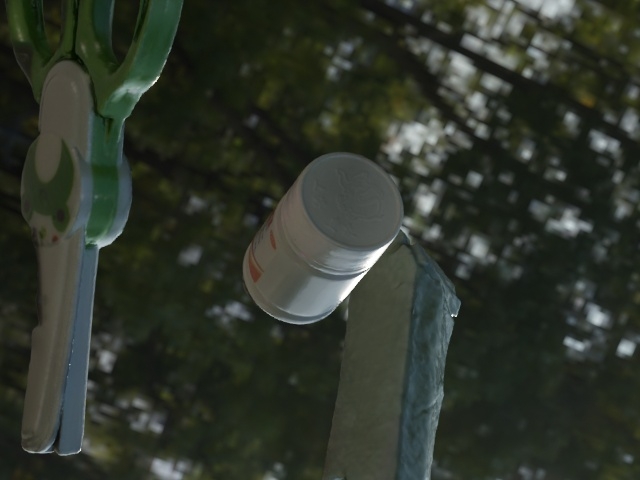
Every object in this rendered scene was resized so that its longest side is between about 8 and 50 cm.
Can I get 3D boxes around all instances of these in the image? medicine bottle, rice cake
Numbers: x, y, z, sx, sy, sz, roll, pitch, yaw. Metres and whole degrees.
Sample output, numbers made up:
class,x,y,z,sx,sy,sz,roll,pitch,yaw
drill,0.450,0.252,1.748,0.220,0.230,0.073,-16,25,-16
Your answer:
class,x,y,z,sx,sy,sz,roll,pitch,yaw
medicine bottle,0.000,0.000,0.922,0.089,0.057,0.057,128,-23,-57
rice cake,0.047,0.095,1.198,0.063,0.069,0.206,-9,-125,27

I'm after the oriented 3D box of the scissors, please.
class,x,y,z,sx,sy,sz,roll,pitch,yaw
scissors,-0.089,-0.022,0.677,0.101,0.027,0.204,12,-81,52
